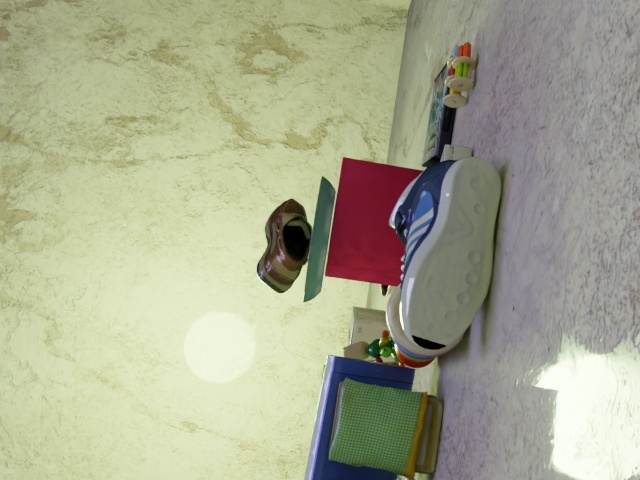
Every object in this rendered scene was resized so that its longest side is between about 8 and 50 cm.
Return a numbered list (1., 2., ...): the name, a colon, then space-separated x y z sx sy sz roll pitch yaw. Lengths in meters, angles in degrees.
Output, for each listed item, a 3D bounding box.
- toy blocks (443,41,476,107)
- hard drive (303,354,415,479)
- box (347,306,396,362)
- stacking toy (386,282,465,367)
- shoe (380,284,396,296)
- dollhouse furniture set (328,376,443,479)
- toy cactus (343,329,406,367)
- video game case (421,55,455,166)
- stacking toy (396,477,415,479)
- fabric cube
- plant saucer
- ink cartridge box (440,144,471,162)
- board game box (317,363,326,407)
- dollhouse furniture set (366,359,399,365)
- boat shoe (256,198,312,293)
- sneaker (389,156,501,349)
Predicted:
1. toy blocks: 0.309 -0.386 1.566 0.123 0.054 0.148 95 -176 -70
2. hard drive: 0.076 0.400 1.416 0.040 0.210 0.318 2 79 56
3. box: 0.166 0.298 2.248 0.232 0.149 0.126 -70 -12 -84
4. stacking toy: 0.189 0.180 1.349 0.330 0.141 0.141 82 -164 -68
5. shoe: 0.229 0.098 2.333 0.058 0.076 0.219 -33 -41 -33
6. dollhouse furniture set: 0.110 0.414 1.272 0.151 0.198 0.301 71 -152 -84
7. toy cactus: 0.155 0.301 1.933 0.219 0.181 0.112 -56 -45 -77
8. video game case: 0.313 -0.324 1.850 0.275 0.035 0.248 -36 -45 -89
9. stacking toy: 0.171 0.550 1.474 0.167 0.052 0.221 -85 6 -75
10. fabric cube: 0.158 -0.037 1.840 0.259 0.258 0.254 97 -179 -72
11. plant saucer: 0.000 0.000 1.763 0.317 0.044 0.317 9 -90 -90
12. ink cartridge box: 0.264 -0.111 1.436 0.135 0.056 0.099 97 -179 -51
13. board game box: 0.097 0.542 2.307 0.317 0.214 0.046 -81 0 -55
14. dollhouse furniture set: 0.170 0.456 1.986 0.259 0.135 0.262 -98 12 -49
15. boat shoe: -0.068 -0.005 1.780 0.120 0.123 0.324 -46 22 31
16. sneaker: 0.183 0.021 1.193 0.236 0.130 0.322 164 124 -74
